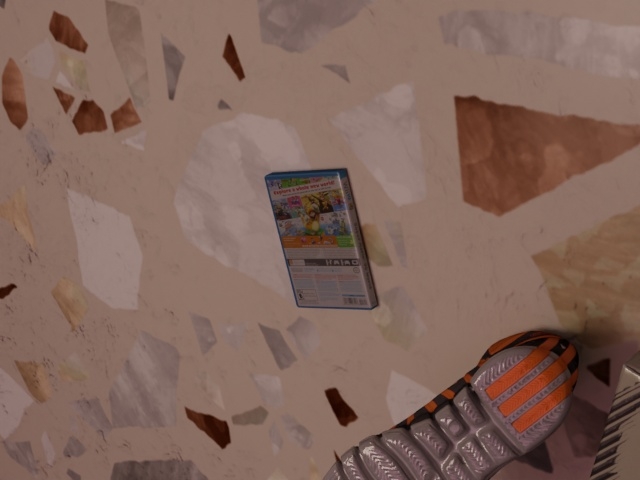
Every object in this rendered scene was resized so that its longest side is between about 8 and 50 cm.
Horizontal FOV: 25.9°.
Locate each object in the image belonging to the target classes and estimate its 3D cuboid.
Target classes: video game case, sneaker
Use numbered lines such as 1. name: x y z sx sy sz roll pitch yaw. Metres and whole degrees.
1. video game case: 0.000 0.000 1.610 0.119 0.015 0.166 0 110 43
2. sneaker: 0.145 0.209 1.444 0.321 0.180 0.124 -36 85 19

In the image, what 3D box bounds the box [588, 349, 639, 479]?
1. box: 0.327 0.230 1.358 0.094 0.113 0.275 29 125 31
